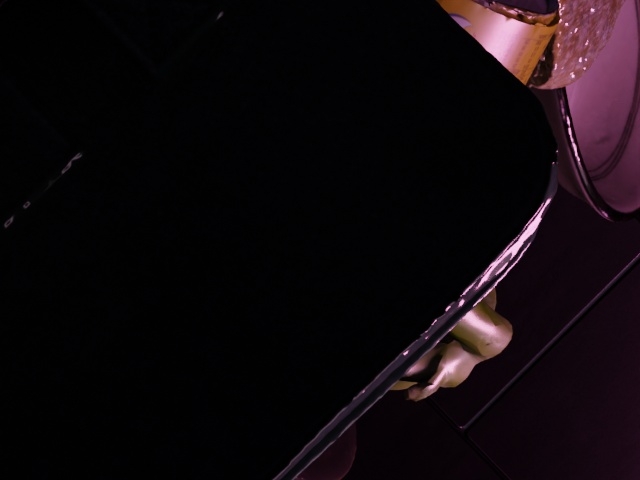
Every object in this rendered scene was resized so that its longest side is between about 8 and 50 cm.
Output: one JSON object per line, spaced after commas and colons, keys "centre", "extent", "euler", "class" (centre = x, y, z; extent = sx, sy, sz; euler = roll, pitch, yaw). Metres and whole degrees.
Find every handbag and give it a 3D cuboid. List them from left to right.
{"centre": [-0.085, 0.008, 0.718], "extent": [0.326, 0.238, 0.089], "euler": [-44, 169, -2], "class": "handbag"}

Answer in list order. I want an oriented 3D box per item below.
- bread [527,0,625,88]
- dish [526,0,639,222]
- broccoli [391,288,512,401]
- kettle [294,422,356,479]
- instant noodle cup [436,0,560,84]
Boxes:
{"centre": [0.181, -0.236, 1.128], "extent": [0.207, 0.056, 0.286], "euler": [-52, 152, -24], "class": "bread"}
{"centre": [0.195, -0.171, 1.382], "extent": [0.106, 0.316, 0.316], "euler": [1, -161, 31], "class": "dish"}
{"centre": [0.000, 0.000, 1.150], "extent": [0.294, 0.245, 0.265], "euler": [-11, -134, 60], "class": "broccoli"}
{"centre": [-0.152, 0.128, 0.971], "extent": [0.324, 0.228, 0.321], "euler": [-37, 150, 17], "class": "kettle"}
{"centre": [0.021, -0.098, 0.905], "extent": [0.153, 0.205, 0.205], "euler": [-55, 168, 24], "class": "instant noodle cup"}
